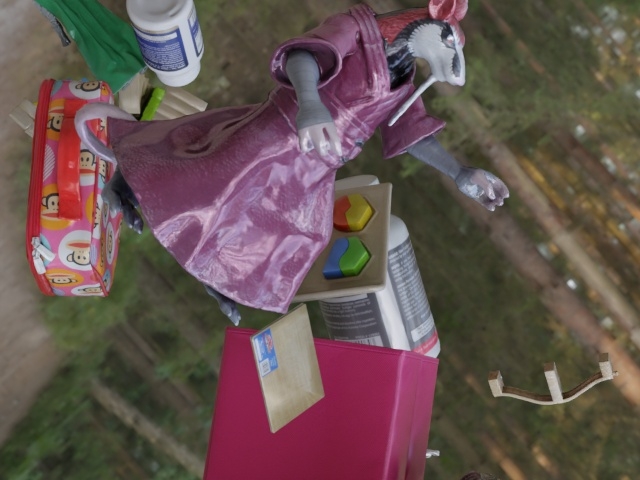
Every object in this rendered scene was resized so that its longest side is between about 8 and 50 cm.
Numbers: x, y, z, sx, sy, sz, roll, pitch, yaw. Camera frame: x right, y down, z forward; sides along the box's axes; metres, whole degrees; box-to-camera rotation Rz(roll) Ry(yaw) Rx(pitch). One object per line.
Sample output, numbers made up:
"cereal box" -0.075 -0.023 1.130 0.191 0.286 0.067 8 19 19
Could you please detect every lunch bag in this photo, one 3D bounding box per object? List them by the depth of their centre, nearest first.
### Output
"lunch bag" -0.348 -0.077 1.641 0.258 0.120 0.293 105 -14 -71

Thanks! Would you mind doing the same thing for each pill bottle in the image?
"pill bottle" -0.222 -0.300 1.681 0.094 0.094 0.169 -43 158 -17
"pill bottle" 0.075 0.061 1.904 0.176 0.318 0.176 -16 -166 4

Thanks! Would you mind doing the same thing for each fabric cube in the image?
"fabric cube" 0.004 0.267 1.588 0.259 0.254 0.258 28 70 -71

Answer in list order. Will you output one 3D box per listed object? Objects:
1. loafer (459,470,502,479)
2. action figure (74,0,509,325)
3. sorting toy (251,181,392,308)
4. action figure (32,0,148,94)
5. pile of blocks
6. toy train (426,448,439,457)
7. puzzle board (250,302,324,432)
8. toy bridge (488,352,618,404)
"loafer" 0.189 0.355 1.509 0.112 0.111 0.319 -54 177 3
"action figure" -0.004 -0.108 1.077 0.370 0.275 0.248 -44 139 8
"sorting toy" 0.000 0.000 1.592 0.193 0.038 0.208 -9 -135 18
"action figure" -0.362 -0.332 1.752 0.063 0.232 0.137 -41 -173 48
"pile of blocks" -0.404 -0.247 2.180 0.362 0.148 0.113 2 -179 -20
"toy train" 0.109 0.362 1.937 0.125 0.166 0.046 149 -47 -69
"puzzle board" -0.040 0.151 1.376 0.011 0.128 0.096 7 -154 42
"toy bridge" 0.350 0.213 1.723 0.188 0.063 0.026 -11 -155 20
